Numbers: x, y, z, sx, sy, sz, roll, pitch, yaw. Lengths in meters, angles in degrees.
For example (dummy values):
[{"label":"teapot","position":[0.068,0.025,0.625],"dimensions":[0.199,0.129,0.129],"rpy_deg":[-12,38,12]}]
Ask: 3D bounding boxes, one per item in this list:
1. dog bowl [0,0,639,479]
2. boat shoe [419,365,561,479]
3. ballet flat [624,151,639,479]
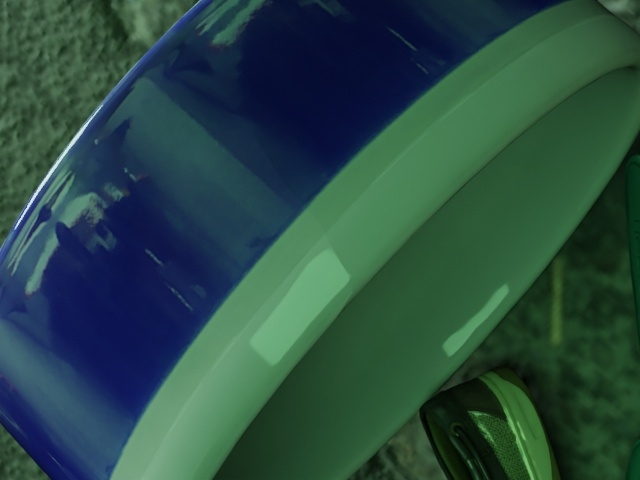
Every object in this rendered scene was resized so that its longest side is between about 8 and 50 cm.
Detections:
[{"label":"dog bowl","position":[0.000,0.000,0.729],"dimensions":[0.104,0.265,0.265],"rpy_deg":[43,109,14]},{"label":"boat shoe","position":[0.081,0.131,0.818],"dimensions":[0.049,0.056,0.152],"rpy_deg":[-16,79,-14]},{"label":"ballet flat","position":[0.159,0.073,0.780],"dimensions":[0.073,0.080,0.232],"rpy_deg":[-1,99,-8]}]
